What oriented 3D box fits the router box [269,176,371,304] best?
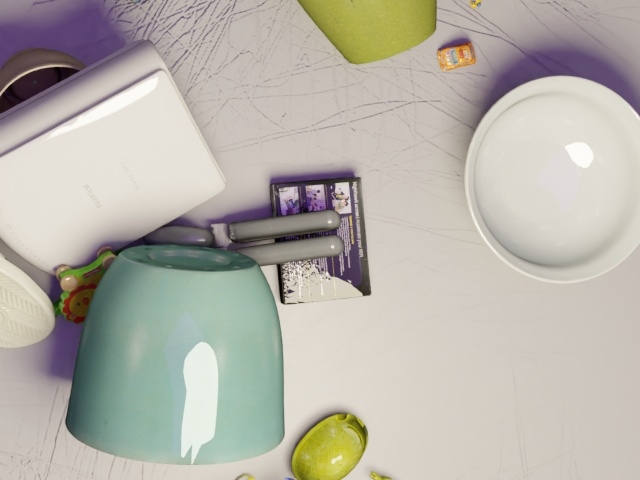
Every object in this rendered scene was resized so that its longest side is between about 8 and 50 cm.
[{"bbox_3d":[0.000,0.000,1.710,0.133,0.046,0.179,-5,92,-9],"label":"router box"}]

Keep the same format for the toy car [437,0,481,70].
[{"bbox_3d":[0.209,-0.314,1.741,0.060,0.040,0.122,3,91,-10],"label":"toy car"}]

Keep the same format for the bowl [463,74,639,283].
[{"bbox_3d":[0.336,-0.088,1.721,0.297,0.134,0.298,0,92,-10],"label":"bowl"}]

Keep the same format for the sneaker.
[{"bbox_3d":[-0.484,0.008,1.547,0.131,0.148,0.350,-31,132,13],"label":"sneaker"}]

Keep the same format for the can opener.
[{"bbox_3d":[-0.108,0.006,1.646,0.280,0.093,0.074,-7,83,9],"label":"can opener"}]

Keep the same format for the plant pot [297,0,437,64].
[{"bbox_3d":[0.048,-0.406,1.620,0.274,0.275,0.293,-25,111,-8],"label":"plant pot"}]

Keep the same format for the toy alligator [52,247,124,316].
[{"bbox_3d":[-0.305,0.048,1.663,0.190,0.056,0.051,-46,142,-12],"label":"toy alligator"}]

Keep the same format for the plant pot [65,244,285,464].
[{"bbox_3d":[-0.181,0.134,1.543,0.293,0.293,0.235,5,99,-10],"label":"plant pot"}]

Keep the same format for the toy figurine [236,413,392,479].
[{"bbox_3d":[-0.043,0.420,1.618,0.362,0.217,0.191,-38,95,-3],"label":"toy figurine"}]

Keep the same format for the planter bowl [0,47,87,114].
[{"bbox_3d":[-0.381,-0.197,1.593,0.162,0.109,0.162,-17,135,-17],"label":"planter bowl"}]

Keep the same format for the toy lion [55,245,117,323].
[{"bbox_3d":[-0.314,0.068,1.599,0.100,0.034,0.096,-27,131,-13],"label":"toy lion"}]

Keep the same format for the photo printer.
[{"bbox_3d":[-0.308,-0.098,1.565,0.307,0.107,0.256,-29,136,-5],"label":"photo printer"}]

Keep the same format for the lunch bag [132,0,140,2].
[{"bbox_3d":[-0.277,-0.416,1.612,0.096,0.129,0.151,-38,98,-7],"label":"lunch bag"}]
